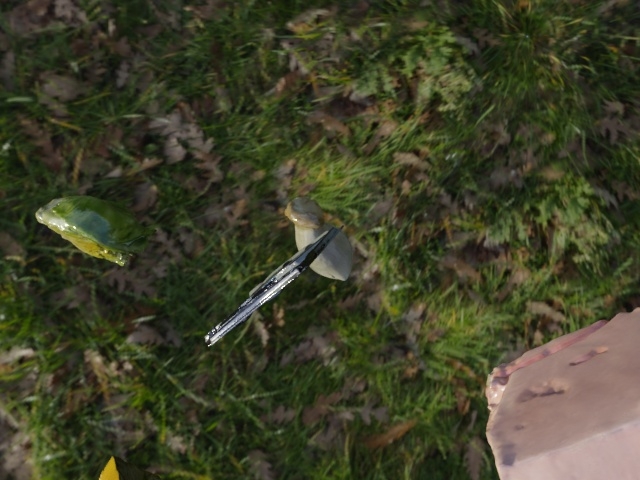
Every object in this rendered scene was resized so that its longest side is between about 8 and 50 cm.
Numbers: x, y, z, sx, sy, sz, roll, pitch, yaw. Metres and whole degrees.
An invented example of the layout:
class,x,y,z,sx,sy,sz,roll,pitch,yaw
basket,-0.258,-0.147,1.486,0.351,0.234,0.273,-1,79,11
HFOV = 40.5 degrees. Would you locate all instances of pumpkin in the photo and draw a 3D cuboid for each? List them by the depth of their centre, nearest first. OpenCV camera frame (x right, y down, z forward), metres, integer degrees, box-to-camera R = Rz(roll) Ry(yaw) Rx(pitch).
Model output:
class,x,y,z,sx,sy,sz,roll,pitch,yaw
pumpkin,-0.182,0.262,0.871,0.074,0.083,0.054,37,100,-31

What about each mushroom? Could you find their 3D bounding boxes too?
class,x,y,z,sx,sy,sz,roll,pitch,yaw
mushroom,0.001,-0.001,1.635,0.088,0.097,0.212,-12,136,23

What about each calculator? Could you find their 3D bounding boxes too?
class,x,y,z,sx,sy,sz,roll,pitch,yaw
calculator,-0.078,0.073,1.417,0.028,0.166,0.274,49,127,-2

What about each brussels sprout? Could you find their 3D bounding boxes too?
class,x,y,z,sx,sy,sz,roll,pitch,yaw
brussels sprout,-0.367,-0.024,1.420,0.181,0.139,0.100,32,88,2

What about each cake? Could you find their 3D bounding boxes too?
class,x,y,z,sx,sy,sz,roll,pitch,yaw
cake,0.373,0.301,1.093,0.293,0.314,0.306,-21,104,10
